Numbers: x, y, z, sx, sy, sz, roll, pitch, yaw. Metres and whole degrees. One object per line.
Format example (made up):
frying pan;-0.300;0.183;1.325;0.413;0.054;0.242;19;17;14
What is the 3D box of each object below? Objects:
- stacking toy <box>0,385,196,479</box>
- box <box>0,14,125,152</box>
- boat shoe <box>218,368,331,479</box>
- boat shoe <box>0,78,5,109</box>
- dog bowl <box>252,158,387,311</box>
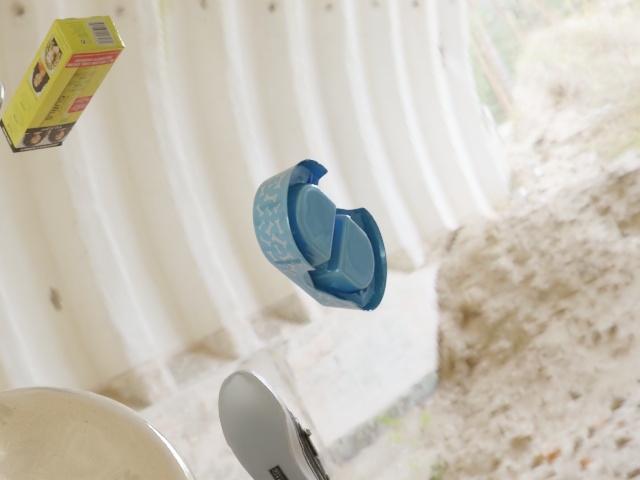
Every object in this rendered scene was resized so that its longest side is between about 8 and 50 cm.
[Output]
stacking toy;-0.289;0.408;1.247;0.350;0.351;0.480;-25;-30;-19
box;-0.352;-0.209;1.551;0.087;0.058;0.232;-14;-22;-43
boat shoe;-0.056;0.334;1.829;0.113;0.306;0.105;-33;3;16
boat shoe;-0.429;-0.158;1.138;0.341;0.110;0.122;23;82;45
dog bowl;0.000;0.000;1.713;0.074;0.166;0.297;-9;-32;29
